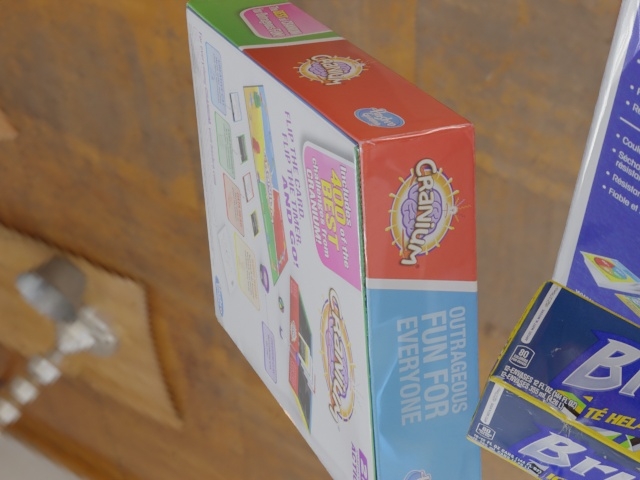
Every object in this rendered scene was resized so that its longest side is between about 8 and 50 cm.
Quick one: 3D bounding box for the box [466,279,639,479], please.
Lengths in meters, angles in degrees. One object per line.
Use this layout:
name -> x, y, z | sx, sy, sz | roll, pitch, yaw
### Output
box -> 0.144, 0.085, 0.566 | 0.169, 0.054, 0.059 | 28, 150, 12

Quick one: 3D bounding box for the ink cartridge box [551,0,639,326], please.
ink cartridge box -> 0.183, -0.009, 0.577 | 0.165, 0.065, 0.332 | 38, 149, 25

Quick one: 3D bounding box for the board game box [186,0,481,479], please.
board game box -> 0.000, 0.000, 0.902 | 0.316, 0.064, 0.242 | -134, 36, -60
